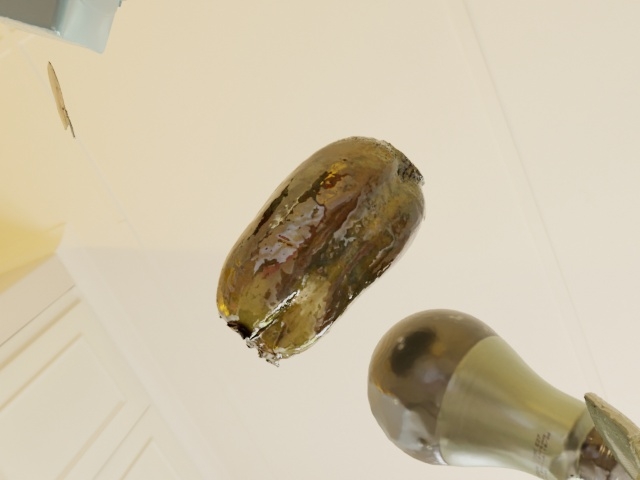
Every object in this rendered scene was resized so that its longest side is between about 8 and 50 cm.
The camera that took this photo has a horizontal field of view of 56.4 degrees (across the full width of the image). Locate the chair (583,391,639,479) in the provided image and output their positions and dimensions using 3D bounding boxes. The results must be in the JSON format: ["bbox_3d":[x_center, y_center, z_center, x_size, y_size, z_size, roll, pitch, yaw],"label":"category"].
[{"bbox_3d":[0.293,0.160,0.360,0.186,0.319,0.160,-44,-99,16],"label":"chair"}]

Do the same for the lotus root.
[{"bbox_3d":[0.000,0.000,0.657,0.152,0.160,0.275,45,-101,-6],"label":"lotus root"}]

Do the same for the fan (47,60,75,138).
[{"bbox_3d":[-0.319,-0.166,0.737,0.133,0.005,0.085,54,-32,35],"label":"fan"}]

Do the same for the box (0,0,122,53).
[{"bbox_3d":[-0.382,-0.353,0.841,0.162,0.227,0.130,15,-82,-4],"label":"box"}]

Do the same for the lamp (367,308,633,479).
[{"bbox_3d":[0.189,0.206,0.677,0.314,0.182,0.182,38,-50,37],"label":"lamp"}]
